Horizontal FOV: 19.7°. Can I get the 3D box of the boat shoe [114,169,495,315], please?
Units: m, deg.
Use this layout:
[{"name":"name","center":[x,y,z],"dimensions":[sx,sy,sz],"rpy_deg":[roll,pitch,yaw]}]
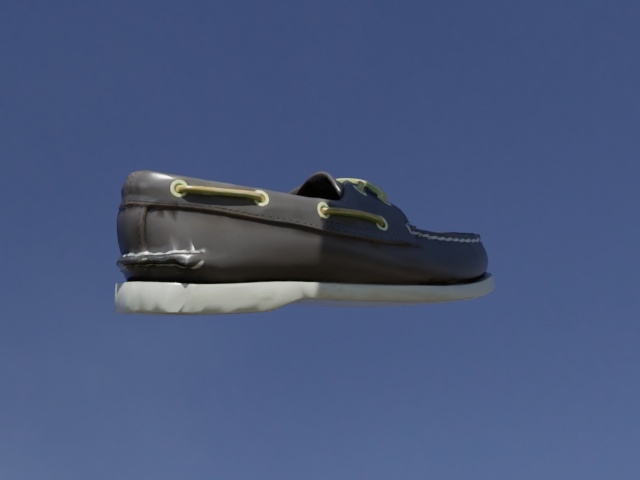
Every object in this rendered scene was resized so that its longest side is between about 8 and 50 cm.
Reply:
[{"name":"boat shoe","center":[0.000,0.000,0.909],"dimensions":[0.227,0.069,0.081],"rpy_deg":[-1,-2,-41]}]
